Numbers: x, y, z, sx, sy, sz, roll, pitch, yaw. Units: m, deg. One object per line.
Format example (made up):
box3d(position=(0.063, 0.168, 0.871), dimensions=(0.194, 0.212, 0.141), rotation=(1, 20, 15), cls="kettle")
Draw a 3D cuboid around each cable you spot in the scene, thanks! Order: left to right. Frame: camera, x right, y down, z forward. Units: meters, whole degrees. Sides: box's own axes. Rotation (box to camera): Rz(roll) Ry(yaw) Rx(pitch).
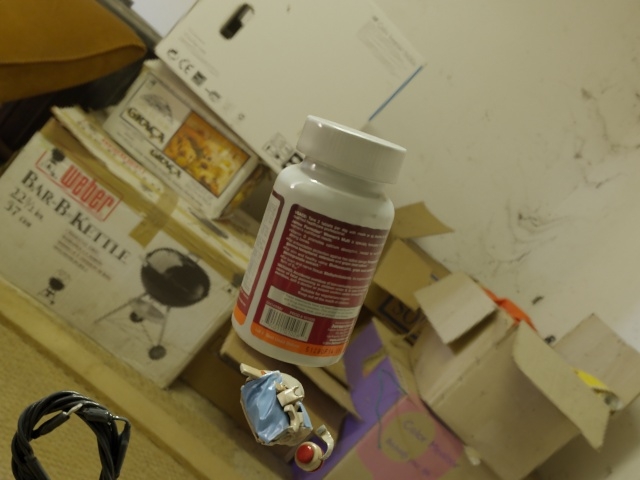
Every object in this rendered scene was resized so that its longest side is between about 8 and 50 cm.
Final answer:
box3d(position=(-0.341, 0.297, 0.864), dimensions=(0.150, 0.185, 0.047), rotation=(18, 8, -5), cls="cable")

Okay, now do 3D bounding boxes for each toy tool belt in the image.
box3d(position=(-0.031, 0.128, 0.470), dimensions=(0.083, 0.052, 0.051), rotation=(52, 2, 40), cls="toy tool belt")

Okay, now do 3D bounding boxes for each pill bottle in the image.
box3d(position=(0.000, 0.000, 0.631), dimensions=(0.121, 0.221, 0.121), rotation=(19, 12, -4), cls="pill bottle")
